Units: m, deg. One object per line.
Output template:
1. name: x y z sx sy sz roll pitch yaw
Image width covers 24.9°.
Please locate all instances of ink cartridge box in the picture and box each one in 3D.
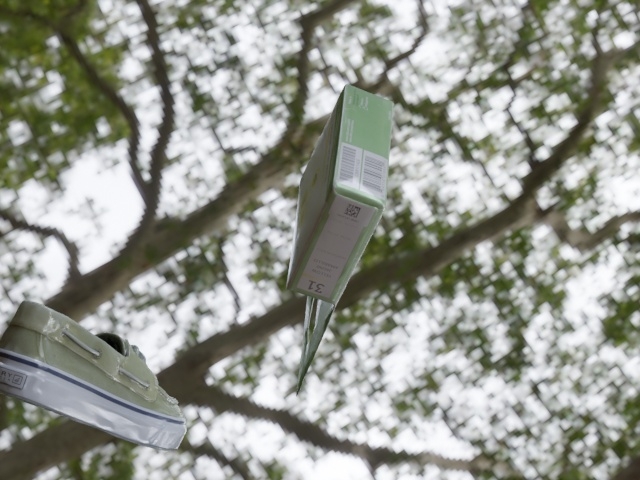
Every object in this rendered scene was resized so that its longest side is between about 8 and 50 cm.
1. ink cartridge box: 0.000 0.000 1.317 0.056 0.171 0.235 19 -54 -10

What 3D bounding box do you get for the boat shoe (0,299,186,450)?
1. boat shoe: -0.213 0.140 1.443 0.109 0.094 0.302 17 -9 27
